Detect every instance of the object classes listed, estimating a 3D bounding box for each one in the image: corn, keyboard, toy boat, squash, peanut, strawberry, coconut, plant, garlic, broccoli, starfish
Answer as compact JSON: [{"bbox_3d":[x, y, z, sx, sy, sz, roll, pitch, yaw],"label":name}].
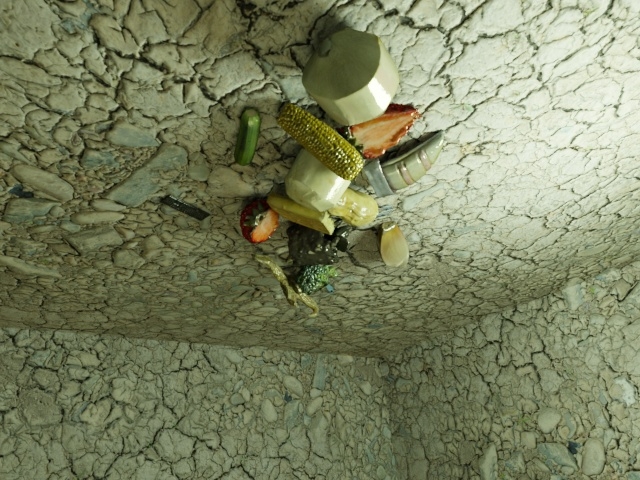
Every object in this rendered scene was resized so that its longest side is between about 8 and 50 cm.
[{"bbox_3d":[0.010,-0.290,1.307,0.310,0.101,0.101,40,137,-10],"label":"corn"},{"bbox_3d":[-0.526,-0.125,1.716,0.064,0.010,0.198,-25,146,28],"label":"keyboard"},{"bbox_3d":[0.291,-0.242,1.554,0.294,0.111,0.276,-16,159,-1],"label":"toy boat"},{"bbox_3d":[-0.228,-0.313,1.366,0.066,0.066,0.229,3,149,-16],"label":"squash"},{"bbox_3d":[0.104,-0.137,1.664,0.147,0.146,0.306,-29,144,36],"label":"peanut"},{"bbox_3d":[-0.251,-0.080,1.741,0.111,0.190,0.236,33,169,13],"label":"strawberry"},{"bbox_3d":[0.074,-0.407,1.082,0.242,0.241,0.241,-4,152,-2],"label":"coconut"},{"bbox_3d":[-0.003,-0.212,1.454,0.202,0.221,0.202,29,172,5],"label":"coconut"},{"bbox_3d":[0.000,0.000,1.861,0.276,0.188,0.199,-8,149,9],"label":"plant"},{"bbox_3d":[0.331,0.026,2.042,0.143,0.112,0.318,-31,143,-1],"label":"garlic"},{"bbox_3d":[0.001,0.174,2.239,0.199,0.177,0.275,-33,163,25],"label":"broccoli"},{"bbox_3d":[0.172,-0.361,1.322,0.228,0.097,0.174,-36,126,27],"label":"strawberry"},{"bbox_3d":[-0.157,0.236,2.182,0.082,0.323,0.432,-36,149,7],"label":"starfish"}]

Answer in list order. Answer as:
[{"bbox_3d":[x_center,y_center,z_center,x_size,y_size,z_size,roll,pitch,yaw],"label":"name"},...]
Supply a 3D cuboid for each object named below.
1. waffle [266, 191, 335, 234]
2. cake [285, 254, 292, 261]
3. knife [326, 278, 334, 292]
[{"bbox_3d":[-0.067,-0.098,1.646,0.221,0.055,0.248,19,174,13],"label":"waffle"},{"bbox_3d":[-0.132,0.080,2.152,0.051,0.055,0.140,6,167,-23],"label":"cake"},{"bbox_3d":[0.035,0.237,2.481,0.045,0.019,0.313,-18,149,8],"label":"knife"}]
